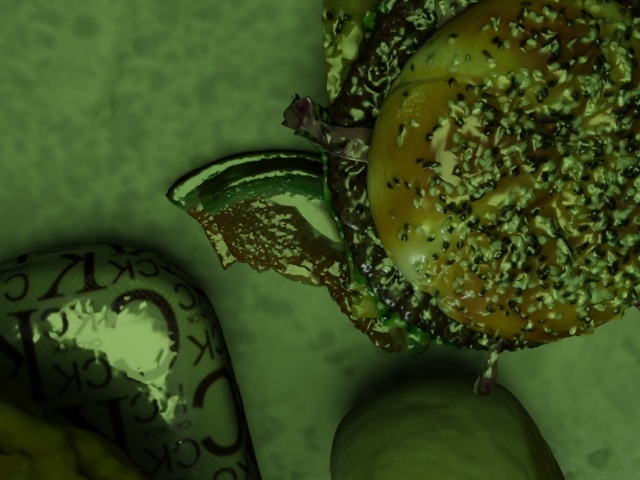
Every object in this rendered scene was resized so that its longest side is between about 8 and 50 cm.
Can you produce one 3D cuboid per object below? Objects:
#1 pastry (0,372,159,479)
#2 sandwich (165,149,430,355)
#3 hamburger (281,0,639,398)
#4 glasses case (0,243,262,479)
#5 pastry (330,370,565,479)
[{"bbox_3d":[-0.130,0.156,0.401,0.240,0.132,0.235,2,72,-40],"label":"pastry"},{"bbox_3d":[-0.001,-0.002,0.535,0.135,0.029,0.067,25,106,-11],"label":"sandwich"},{"bbox_3d":[0.078,-0.038,0.477,0.164,0.093,0.189,-23,106,-10],"label":"hamburger"},{"bbox_3d":[-0.084,0.171,0.566,0.137,0.085,0.354,-12,109,0],"label":"glasses case"},{"bbox_3d":[0.065,0.134,0.524,0.092,0.156,0.156,-26,109,15],"label":"pastry"}]
